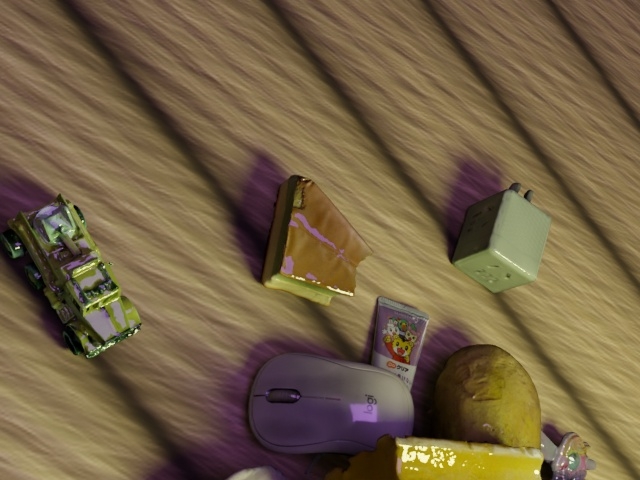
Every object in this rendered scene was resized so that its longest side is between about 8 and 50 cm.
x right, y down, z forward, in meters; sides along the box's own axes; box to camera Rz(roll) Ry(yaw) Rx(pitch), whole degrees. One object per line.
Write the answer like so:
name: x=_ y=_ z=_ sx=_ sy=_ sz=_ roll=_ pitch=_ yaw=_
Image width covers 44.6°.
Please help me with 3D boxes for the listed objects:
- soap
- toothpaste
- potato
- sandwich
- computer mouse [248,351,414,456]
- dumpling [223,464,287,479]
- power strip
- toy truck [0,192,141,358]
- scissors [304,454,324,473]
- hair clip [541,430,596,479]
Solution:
soap: x=0.175 y=0.439 z=1.291 sx=0.335 sy=0.293 sz=0.156 roll=13 pitch=46 yaw=-35
toothpaste: x=0.139 y=0.255 z=1.514 sx=0.114 sy=0.073 sz=0.299 roll=19 pitch=61 yaw=-8
potato: x=0.318 y=0.331 z=1.516 sx=0.229 sy=0.229 sz=0.266 roll=27 pitch=49 yaw=-19
sandwich: x=0.000 y=0.000 z=1.490 sx=0.186 sy=0.108 sz=0.220 roll=18 pitch=64 yaw=-23
computer mouse: x=0.025 y=0.294 z=1.364 sx=0.297 sy=0.121 sz=0.184 roll=15 pitch=67 yaw=-5
dumpling: x=-0.096 y=0.492 z=1.279 sx=0.175 sy=0.243 sz=0.226 roll=8 pitch=44 yaw=13
power strip: x=0.400 y=-0.022 z=1.694 sx=0.139 sy=0.140 sz=0.224 roll=31 pitch=62 yaw=-16
toy truck: x=-0.390 y=0.055 z=1.247 sx=0.128 sy=0.135 sz=0.259 roll=-30 pitch=93 yaw=-31
scissors: x=-0.003 y=0.394 z=1.426 sx=0.036 sy=0.006 sz=0.083 roll=48 pitch=59 yaw=-9
hair clip: x=0.479 y=0.452 z=1.621 sx=0.278 sy=0.090 sz=0.137 roll=29 pitch=70 yaw=-17
